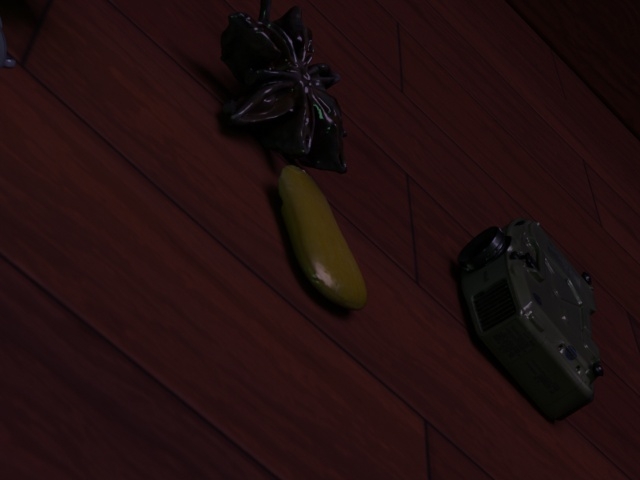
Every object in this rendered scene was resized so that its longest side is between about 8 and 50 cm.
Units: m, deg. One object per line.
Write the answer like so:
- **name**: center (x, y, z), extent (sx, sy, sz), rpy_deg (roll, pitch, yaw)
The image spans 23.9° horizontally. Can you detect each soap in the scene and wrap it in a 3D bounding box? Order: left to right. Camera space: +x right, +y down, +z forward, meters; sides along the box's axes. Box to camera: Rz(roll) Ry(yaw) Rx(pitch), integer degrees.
- **soap**: center (0.000, 0.000, 1.471), extent (0.089, 0.033, 0.168), rpy_deg (33, 27, -42)

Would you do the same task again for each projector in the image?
- **projector**: center (0.248, 0.070, 1.776), extent (0.193, 0.088, 0.269), rpy_deg (48, 21, -14)

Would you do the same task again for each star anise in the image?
- **star anise**: center (-0.042, -0.168, 1.590), extent (0.209, 0.089, 0.231), rpy_deg (52, 23, -30)

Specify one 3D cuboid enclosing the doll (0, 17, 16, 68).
- **doll**: center (-0.286, -0.161, 1.098), extent (0.094, 0.079, 0.180), rpy_deg (28, -4, 34)
